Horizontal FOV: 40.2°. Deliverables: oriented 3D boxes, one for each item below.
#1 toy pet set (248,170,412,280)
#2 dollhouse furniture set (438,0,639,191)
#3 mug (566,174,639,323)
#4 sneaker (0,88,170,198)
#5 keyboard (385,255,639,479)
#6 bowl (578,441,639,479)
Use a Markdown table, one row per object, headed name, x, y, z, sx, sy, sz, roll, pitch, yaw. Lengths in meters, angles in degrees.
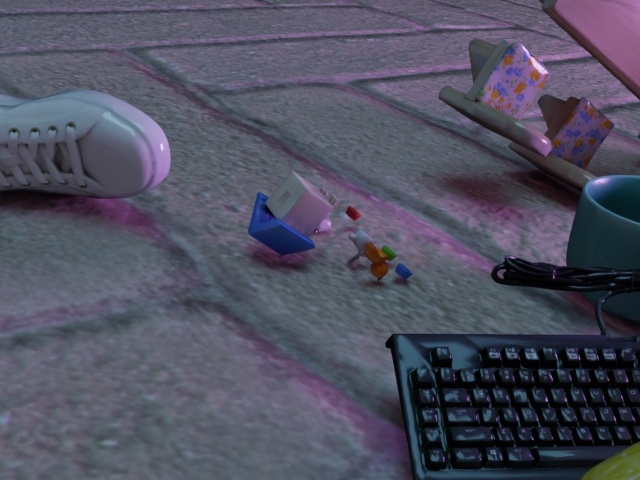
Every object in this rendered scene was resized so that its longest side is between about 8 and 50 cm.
| name | x | y | z | sx | sy | sz | roll | pitch | yaw |
| --- | --- | --- | --- | --- | --- | --- | --- | --- | --- |
| toy pet set | 0.000 | 0.000 | 0.770 | 0.114 | 0.065 | 0.122 | 34 | 11 | -35 |
| dollhouse furniture set | 0.409 | -0.191 | 0.940 | 0.394 | 0.362 | 0.256 | 27 | 9 | -36 |
| mug | 0.285 | 0.009 | 0.754 | 0.129 | 0.097 | 0.158 | 25 | 30 | 35 |
| sneaker | -0.280 | -0.074 | 0.795 | 0.290 | 0.105 | 0.123 | 8 | 33 | 21 |
| keyboard | 0.201 | 0.079 | 0.582 | 0.317 | 0.033 | 0.201 | 2 | 47 | -11 |
| bowl | 0.224 | 0.155 | 0.356 | 0.290 | 0.156 | 0.289 | 6 | 25 | -3 |
